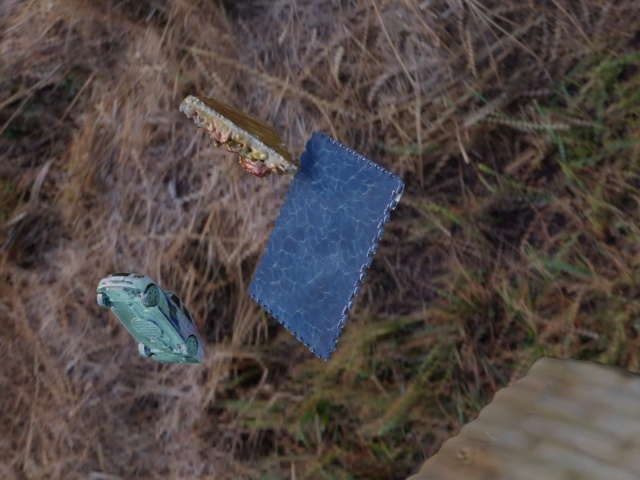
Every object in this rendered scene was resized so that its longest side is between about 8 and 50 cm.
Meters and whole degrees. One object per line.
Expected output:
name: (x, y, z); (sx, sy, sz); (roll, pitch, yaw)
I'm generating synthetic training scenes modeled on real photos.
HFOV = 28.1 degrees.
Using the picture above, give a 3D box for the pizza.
pizza: (-0.108, -0.139, 1.835); (0.201, 0.193, 0.053); (20, 108, -46)

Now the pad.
pad: (0.000, 0.000, 1.751); (0.012, 0.270, 0.269); (16, 99, -32)

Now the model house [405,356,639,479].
model house: (0.138, 0.355, 0.678); (0.395, 0.400, 0.445); (21, 122, 36)

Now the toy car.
toy car: (-0.252, 0.112, 1.939); (0.090, 0.076, 0.224); (0, 142, 26)
